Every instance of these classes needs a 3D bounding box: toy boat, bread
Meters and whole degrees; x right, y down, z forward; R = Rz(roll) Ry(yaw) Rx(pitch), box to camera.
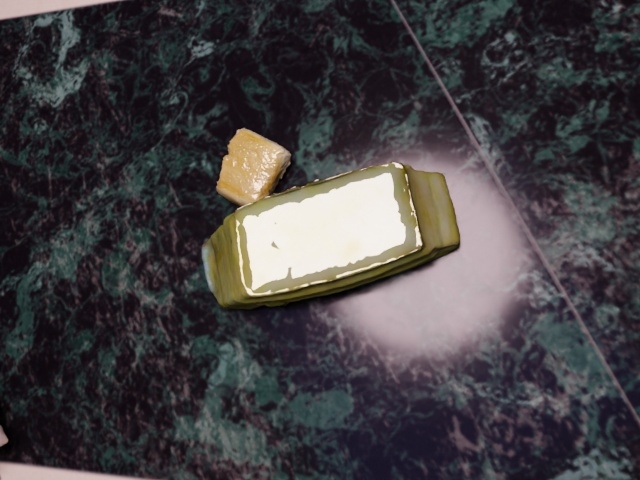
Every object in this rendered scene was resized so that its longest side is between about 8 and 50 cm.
[{"bbox_3d":[-0.003,-0.001,0.528,0.276,0.084,0.111,-14,78,12],"label":"toy boat"},{"bbox_3d":[-0.076,-0.077,0.589,0.070,0.035,0.083,25,94,19],"label":"bread"}]

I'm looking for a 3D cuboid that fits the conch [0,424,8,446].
[{"bbox_3d":[-0.466,0.172,0.589,0.255,0.158,0.127,31,61,-3],"label":"conch"}]
